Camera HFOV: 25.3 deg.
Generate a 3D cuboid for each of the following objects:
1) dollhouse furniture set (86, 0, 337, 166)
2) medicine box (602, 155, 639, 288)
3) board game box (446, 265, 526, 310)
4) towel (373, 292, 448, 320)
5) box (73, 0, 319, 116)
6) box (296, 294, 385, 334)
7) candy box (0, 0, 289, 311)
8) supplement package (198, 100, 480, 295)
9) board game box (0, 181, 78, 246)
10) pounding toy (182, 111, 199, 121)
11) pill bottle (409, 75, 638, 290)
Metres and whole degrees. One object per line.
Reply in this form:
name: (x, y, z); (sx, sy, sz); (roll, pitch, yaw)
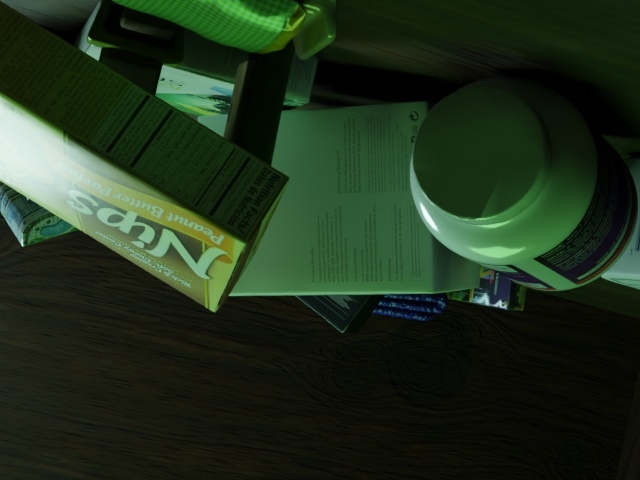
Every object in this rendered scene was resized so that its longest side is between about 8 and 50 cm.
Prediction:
dollhouse furniture set: (-0.115, -0.153, 1.269); (0.197, 0.151, 0.301); (14, 176, -11)
medicine box: (0.499, 0.007, 1.548); (0.289, 0.149, 0.263); (14, 177, -15)
board game box: (0.281, 0.023, 2.372); (0.048, 0.170, 0.141); (6, -178, -43)
towel: (0.089, 0.025, 2.470); (0.227, 0.076, 0.308); (5, -147, -10)
box: (-0.153, -0.190, 1.584); (0.232, 0.059, 0.322); (14, 178, -14)
box: (0.000, 0.000, 2.280); (0.261, 0.184, 0.103); (38, -175, 15)
candy box: (-0.197, -0.073, 1.329); (0.316, 0.088, 0.183); (31, 155, 1)
supplement package: (0.024, -0.041, 1.579); (0.262, 0.199, 0.198); (-2, 179, 21)
board game box: (-0.316, -0.068, 1.860); (0.194, 0.060, 0.194); (-19, -137, -24)
pounding toy: (-0.147, -0.081, 1.845); (0.269, 0.154, 0.155); (48, -168, 27)
pill bottle: (0.201, -0.055, 1.418); (0.181, 0.182, 0.323); (11, 176, 24)
